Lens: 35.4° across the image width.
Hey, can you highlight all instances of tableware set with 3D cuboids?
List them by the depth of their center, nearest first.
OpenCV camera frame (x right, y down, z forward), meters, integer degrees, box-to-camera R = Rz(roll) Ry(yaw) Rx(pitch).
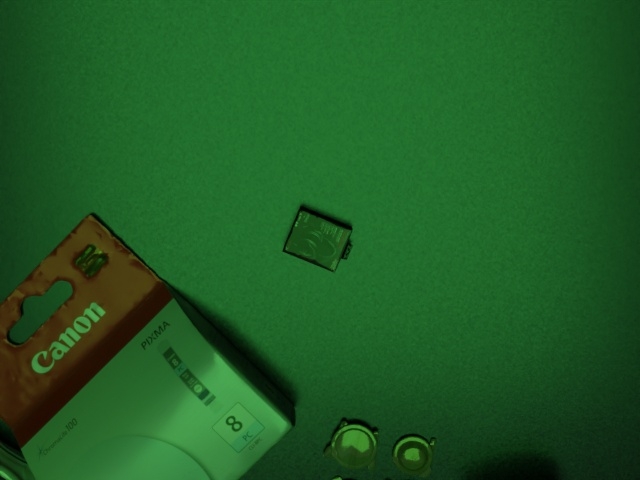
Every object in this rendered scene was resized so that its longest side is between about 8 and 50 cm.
[{"bbox_3d":[0.083,0.324,1.373,0.168,0.020,0.141,10,98,0],"label":"tableware set"}]

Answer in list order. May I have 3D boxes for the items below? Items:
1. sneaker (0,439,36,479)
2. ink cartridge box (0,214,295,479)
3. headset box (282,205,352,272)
[{"bbox_3d":[-0.480,0.291,1.336,0.258,0.091,0.094,27,99,-4],"label":"sneaker"},{"bbox_3d":[-0.273,0.207,1.321,0.308,0.091,0.385,-44,98,8],"label":"ink cartridge box"},{"bbox_3d":[0.000,0.000,1.309,0.083,0.032,0.062,23,100,-2],"label":"headset box"}]
